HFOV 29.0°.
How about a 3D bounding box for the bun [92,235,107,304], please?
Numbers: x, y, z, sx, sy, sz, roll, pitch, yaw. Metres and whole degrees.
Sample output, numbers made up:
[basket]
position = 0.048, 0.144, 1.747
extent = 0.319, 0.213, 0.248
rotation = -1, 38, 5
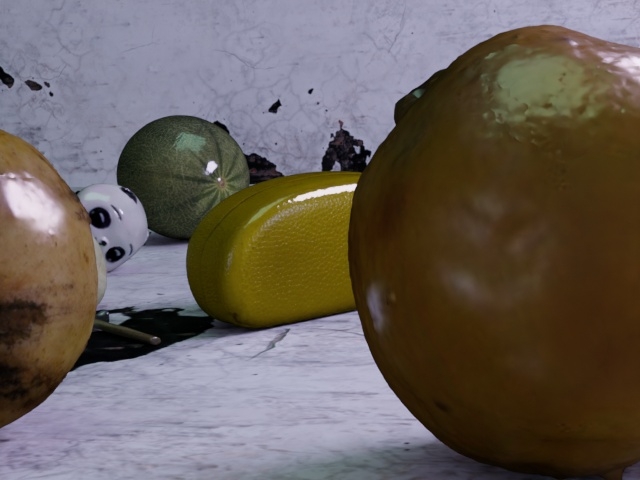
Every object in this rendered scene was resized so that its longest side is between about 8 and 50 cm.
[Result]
[bun]
position = -0.411, 0.032, 1.698
extent = 0.229, 0.145, 0.229
rotation = -1, 5, 0

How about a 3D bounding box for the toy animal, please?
[toy animal]
position = -0.376, -0.030, 2.015
extent = 0.179, 0.166, 0.138
rotation = -2, 34, 16

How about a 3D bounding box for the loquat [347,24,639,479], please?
[loquat]
position = 0.173, 0.009, 0.902
extent = 0.328, 0.328, 0.328
rotation = -4, 8, 1

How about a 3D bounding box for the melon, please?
[melon]
position = -0.259, -0.120, 2.359
extent = 0.237, 0.237, 0.302
rotation = -8, 13, -29

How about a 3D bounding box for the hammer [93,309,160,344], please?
[hammer]
position = -0.250, 0.109, 1.505
extent = 0.062, 0.017, 0.182
rotation = -10, 11, -36

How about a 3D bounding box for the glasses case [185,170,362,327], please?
[glasses case]
position = 0.000, 0.000, 1.591
extent = 0.371, 0.173, 0.141
rotation = -10, 13, -35

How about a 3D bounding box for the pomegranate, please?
[pomegranate]
position = -0.353, 0.030, 1.075
extent = 0.322, 0.322, 0.322
rotation = -4, 8, 1
